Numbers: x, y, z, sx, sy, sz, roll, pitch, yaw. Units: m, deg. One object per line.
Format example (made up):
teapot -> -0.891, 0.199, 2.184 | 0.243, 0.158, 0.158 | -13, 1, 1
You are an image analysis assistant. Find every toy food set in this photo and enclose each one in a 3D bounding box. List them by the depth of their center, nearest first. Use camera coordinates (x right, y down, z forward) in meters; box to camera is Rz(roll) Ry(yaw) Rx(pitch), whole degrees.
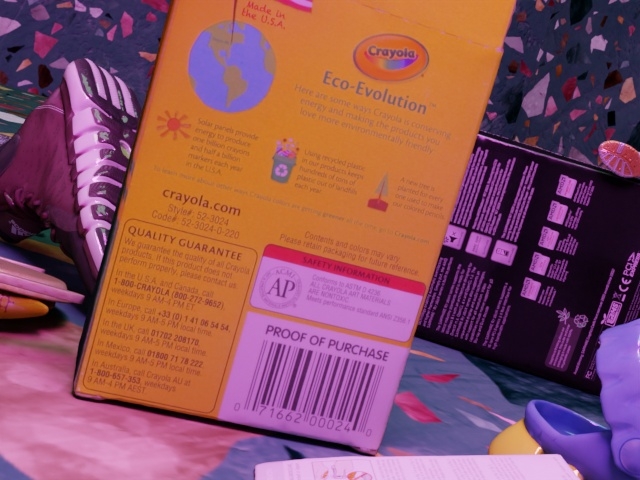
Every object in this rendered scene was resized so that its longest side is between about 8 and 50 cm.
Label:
toy food set -> -0.242, 0.031, 0.615 | 0.132, 0.039, 0.192 | 19, -4, -24

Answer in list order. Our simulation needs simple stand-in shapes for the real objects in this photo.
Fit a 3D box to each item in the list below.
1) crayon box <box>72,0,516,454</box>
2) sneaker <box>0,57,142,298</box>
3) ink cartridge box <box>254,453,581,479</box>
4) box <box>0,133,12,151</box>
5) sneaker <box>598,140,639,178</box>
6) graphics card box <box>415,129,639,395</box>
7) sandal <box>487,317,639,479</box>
crayon box -> -0.016, -0.043, 0.550 | 0.202, 0.319, 0.081 | 15, 8, -15
sneaker -> -0.217, -0.016, 0.761 | 0.106, 0.162, 0.281 | 35, 28, -46
ink cartridge box -> 0.058, 0.155, 0.431 | 0.179, 0.045, 0.145 | -2, 11, -5
box -> -0.455, -0.100, 0.947 | 0.216, 0.060, 0.270 | 14, 8, -15
sneaker -> 0.317, -0.078, 0.889 | 0.083, 0.032, 0.037 | 24, 13, -7
graphics card box -> 0.201, 0.010, 0.953 | 0.370, 0.233, 0.094 | 17, 9, 5
sandal -> 0.250, 0.145, 0.494 | 0.317, 0.138, 0.126 | 24, 9, 33
